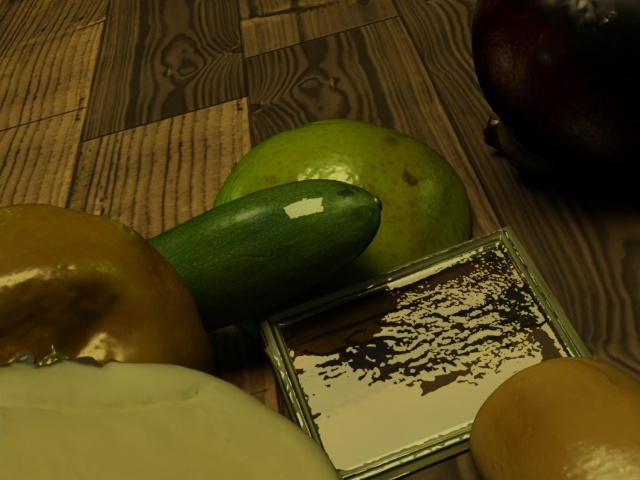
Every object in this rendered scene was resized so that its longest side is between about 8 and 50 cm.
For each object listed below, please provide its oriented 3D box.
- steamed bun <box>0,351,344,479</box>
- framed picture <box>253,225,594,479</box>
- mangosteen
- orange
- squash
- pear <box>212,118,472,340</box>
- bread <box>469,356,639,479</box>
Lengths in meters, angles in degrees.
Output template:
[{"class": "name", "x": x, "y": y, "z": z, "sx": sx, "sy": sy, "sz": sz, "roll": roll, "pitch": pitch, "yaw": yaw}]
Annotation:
[{"class": "steamed bun", "x": -0.126, "y": 0.240, "z": 0.568, "sx": 0.334, "sy": 0.233, "sz": 0.312, "roll": 10, "pitch": 36, "yaw": -25}, {"class": "framed picture", "x": 0.087, "y": 0.093, "z": 0.874, "sx": 0.252, "sy": 0.014, "sz": 0.197, "roll": -20, "pitch": 51, "yaw": -5}, {"class": "mangosteen", "x": 0.290, "y": -0.183, "z": 1.034, "sx": 0.297, "sy": 0.293, "sz": 0.297, "roll": 23, "pitch": 17, "yaw": -7}, {"class": "orange", "x": -0.219, "y": 0.107, "z": 0.806, "sx": 0.279, "sy": 0.279, "sz": 0.235, "roll": -31, "pitch": 13, "yaw": -21}, {"class": "squash", "x": -0.120, "y": 0.038, "z": 0.955, "sx": 0.395, "sy": 0.107, "sz": 0.107, "roll": -22, "pitch": 27, "yaw": 29}, {"class": "pear", "x": 0.003, "y": -0.003, "z": 1.018, "sx": 0.288, "sy": 0.139, "sz": 0.239, "roll": -9, "pitch": 44, "yaw": 10}, {"class": "bread", "x": 0.193, "y": 0.157, "z": 0.711, "sx": 0.147, "sy": 0.098, "sz": 0.217, "roll": -21, "pitch": 34, "yaw": -13}]
